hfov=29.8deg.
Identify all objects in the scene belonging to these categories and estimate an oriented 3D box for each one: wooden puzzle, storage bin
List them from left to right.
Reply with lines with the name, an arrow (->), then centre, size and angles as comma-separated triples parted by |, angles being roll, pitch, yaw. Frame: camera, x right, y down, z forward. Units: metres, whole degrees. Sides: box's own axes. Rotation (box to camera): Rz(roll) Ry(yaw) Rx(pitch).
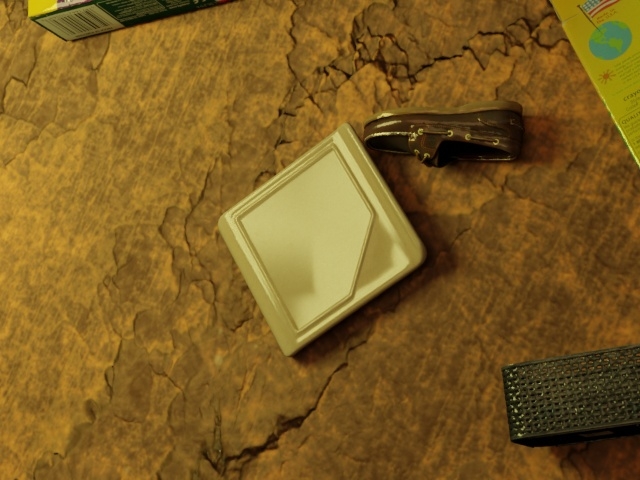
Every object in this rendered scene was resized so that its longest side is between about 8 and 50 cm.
wooden puzzle -> 0.000, 0.000, 1.547 | 0.239, 0.044, 0.221 | -38, 65, 18
storage bin -> 0.299, 0.171, 1.308 | 0.180, 0.122, 0.084 | -13, 72, 23

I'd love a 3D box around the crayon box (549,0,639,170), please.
crayon box -> 0.410, -0.203, 1.351 | 0.202, 0.081, 0.318 | -30, 56, 18

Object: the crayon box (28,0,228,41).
crayon box -> -0.247, -0.484, 1.747 | 0.363, 0.106, 0.313 | -8, 73, 24

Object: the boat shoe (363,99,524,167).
boat shoe -> 0.148, -0.126, 1.483 | 0.207, 0.073, 0.073 | -3, 73, 25
